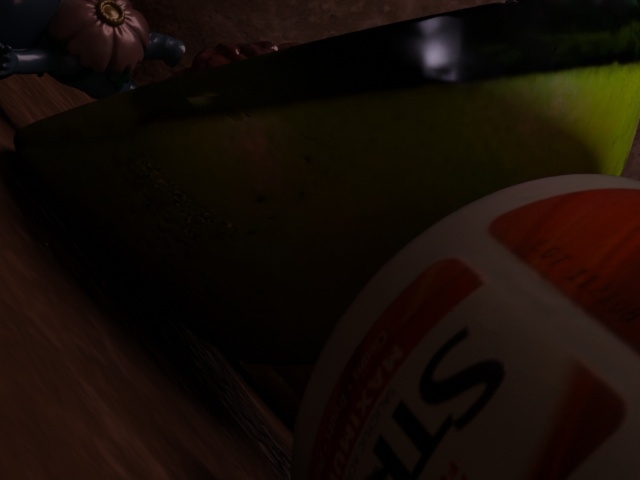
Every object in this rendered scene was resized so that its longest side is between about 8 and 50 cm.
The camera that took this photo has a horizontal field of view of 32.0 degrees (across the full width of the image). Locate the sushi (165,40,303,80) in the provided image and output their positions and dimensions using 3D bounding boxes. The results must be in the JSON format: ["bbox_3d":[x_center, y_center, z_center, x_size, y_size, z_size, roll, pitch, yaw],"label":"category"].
[{"bbox_3d":[-0.059,-0.048,1.093,0.171,0.237,0.270,-116,-158,-50],"label":"sushi"}]

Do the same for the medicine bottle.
[{"bbox_3d":[0.138,0.125,0.443,0.252,0.252,0.241,51,-3,-31],"label":"medicine bottle"}]

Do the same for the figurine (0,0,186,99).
[{"bbox_3d":[-0.193,-0.145,0.774,0.178,0.114,0.144,28,-13,-22],"label":"figurine"}]

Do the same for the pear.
[{"bbox_3d":[0.026,-0.027,0.698,0.399,0.399,0.165,-147,-136,-84],"label":"pear"}]

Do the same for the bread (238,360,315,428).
[{"bbox_3d":[0.000,0.074,0.954,0.269,0.143,0.195,52,-2,-16],"label":"bread"}]
